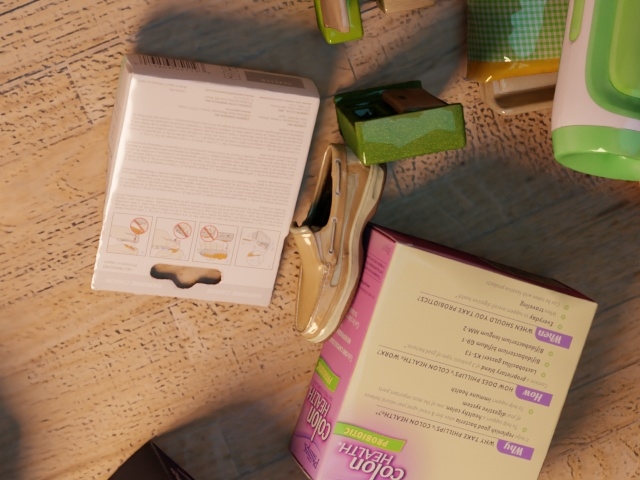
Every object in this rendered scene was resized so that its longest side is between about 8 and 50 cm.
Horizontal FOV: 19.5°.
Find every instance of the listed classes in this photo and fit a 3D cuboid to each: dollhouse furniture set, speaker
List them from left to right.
[{"bbox_3d":[0.156,-0.202,1.705,0.301,0.151,0.197,-11,103,-7],"label":"dollhouse furniture set"},{"bbox_3d":[0.287,-0.209,1.684,0.131,0.131,0.296,12,81,-16],"label":"speaker"}]

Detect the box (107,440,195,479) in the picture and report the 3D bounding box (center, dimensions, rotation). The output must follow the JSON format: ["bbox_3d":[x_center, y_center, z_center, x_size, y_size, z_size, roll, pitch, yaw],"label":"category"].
[{"bbox_3d":[-0.114,0.307,1.745,0.108,0.153,0.207,-47,108,-2],"label":"box"}]

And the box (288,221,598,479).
[{"bbox_3d":[0.115,0.132,1.789,0.213,0.117,0.243,16,95,-16],"label":"box"}]

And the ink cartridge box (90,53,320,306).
[{"bbox_3d":[-0.112,-0.054,1.743,0.181,0.056,0.224,6,117,-15],"label":"ink cartridge box"}]

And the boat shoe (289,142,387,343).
[{"bbox_3d":[0.000,0.000,1.758,0.072,0.068,0.190,17,86,-33],"label":"boat shoe"}]
